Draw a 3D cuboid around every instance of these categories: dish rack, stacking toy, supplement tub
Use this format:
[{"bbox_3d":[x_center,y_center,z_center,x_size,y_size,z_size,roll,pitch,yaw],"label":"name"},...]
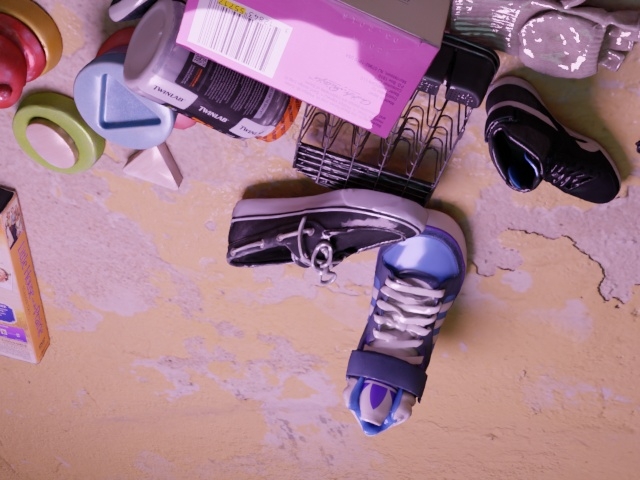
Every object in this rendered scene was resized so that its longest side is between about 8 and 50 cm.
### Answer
[{"bbox_3d":[0.074,-0.143,1.017,0.208,0.074,0.271,19,148,1],"label":"dish rack"},{"bbox_3d":[-0.321,-0.153,1.103,0.309,0.130,0.279,12,137,6],"label":"stacking toy"},{"bbox_3d":[-0.120,-0.191,0.980,0.190,0.116,0.117,23,142,-35],"label":"supplement tub"}]

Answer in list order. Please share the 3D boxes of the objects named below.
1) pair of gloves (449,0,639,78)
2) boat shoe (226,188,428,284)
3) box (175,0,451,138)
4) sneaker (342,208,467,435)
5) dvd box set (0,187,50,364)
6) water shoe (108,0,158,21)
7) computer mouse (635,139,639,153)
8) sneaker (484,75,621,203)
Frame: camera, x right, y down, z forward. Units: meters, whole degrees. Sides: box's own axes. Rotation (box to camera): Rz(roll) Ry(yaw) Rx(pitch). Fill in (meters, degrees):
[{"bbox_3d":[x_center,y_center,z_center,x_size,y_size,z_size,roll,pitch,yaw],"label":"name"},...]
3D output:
[{"bbox_3d":[0.246,-0.269,0.855,0.204,0.042,0.240,14,139,4],"label":"pair of gloves"},{"bbox_3d":[-0.002,-0.002,1.130,0.307,0.104,0.113,1,158,29],"label":"boat shoe"},{"bbox_3d":[0.010,-0.250,0.803,0.214,0.242,0.117,23,138,-7],"label":"box"},{"bbox_3d":[0.115,0.139,1.183,0.130,0.236,0.322,16,138,2],"label":"sneaker"},{"bbox_3d":[-0.651,0.043,1.471,0.308,0.062,0.420,14,138,5],"label":"dvd box set"},{"bbox_3d":[-0.178,-0.319,0.941,0.203,0.073,0.080,-25,94,40],"label":"water shoe"},{"bbox_3d":[0.462,-0.065,1.000,0.106,0.042,0.193,-23,119,30],"label":"computer mouse"},{"bbox_3d":[0.266,-0.082,0.984,0.217,0.121,0.079,36,136,-19],"label":"sneaker"}]
